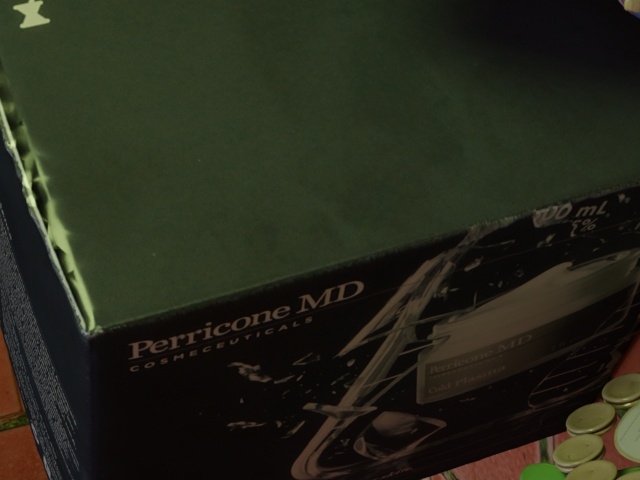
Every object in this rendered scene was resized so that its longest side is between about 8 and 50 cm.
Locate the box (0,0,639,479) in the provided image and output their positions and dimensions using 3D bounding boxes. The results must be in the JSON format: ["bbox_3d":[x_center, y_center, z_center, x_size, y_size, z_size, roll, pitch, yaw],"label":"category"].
[{"bbox_3d":[0.000,0.000,1.271,0.472,0.479,0.297,101,149,-58],"label":"box"}]

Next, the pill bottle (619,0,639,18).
[{"bbox_3d":[0.237,-0.171,1.022,0.160,0.087,0.087,-131,30,-58],"label":"pill bottle"}]

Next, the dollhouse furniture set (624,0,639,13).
[{"bbox_3d":[0.258,-0.147,0.611,0.242,0.212,0.161,-20,-57,-65],"label":"dollhouse furniture set"}]

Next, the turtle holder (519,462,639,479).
[{"bbox_3d":[0.272,0.282,1.089,0.227,0.320,0.243,38,-134,-39],"label":"turtle holder"}]

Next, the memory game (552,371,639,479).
[{"bbox_3d":[0.245,0.124,1.083,0.012,0.186,0.186,67,168,-20],"label":"memory game"}]
